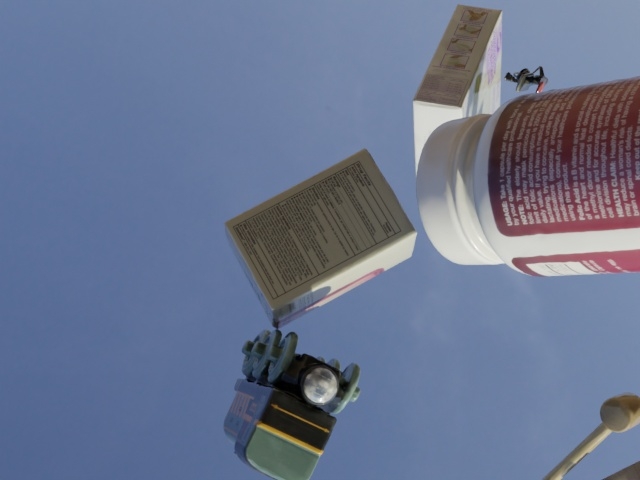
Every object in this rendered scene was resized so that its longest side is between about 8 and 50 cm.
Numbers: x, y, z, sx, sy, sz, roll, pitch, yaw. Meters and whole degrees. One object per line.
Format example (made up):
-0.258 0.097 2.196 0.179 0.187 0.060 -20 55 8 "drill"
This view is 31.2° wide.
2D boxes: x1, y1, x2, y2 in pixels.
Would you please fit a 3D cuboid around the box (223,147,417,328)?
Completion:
0.000 0.000 1.630 0.232 0.127 0.149 -28 -106 -8 "box"

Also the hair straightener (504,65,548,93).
0.435 -0.347 2.420 0.089 0.047 0.230 23 -156 9 "hair straightener"

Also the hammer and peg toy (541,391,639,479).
0.547 0.437 1.899 0.127 0.266 0.361 -13 -112 -46 "hammer and peg toy"

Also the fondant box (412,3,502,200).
0.264 -0.258 2.180 0.096 0.238 0.330 9 -135 16 "fondant box"

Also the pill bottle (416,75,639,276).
0.322 -0.072 1.342 0.224 0.392 0.224 4 -96 -47 "pill bottle"

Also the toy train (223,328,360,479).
-0.057 0.233 1.625 0.142 0.334 0.190 28 -100 -11 "toy train"
